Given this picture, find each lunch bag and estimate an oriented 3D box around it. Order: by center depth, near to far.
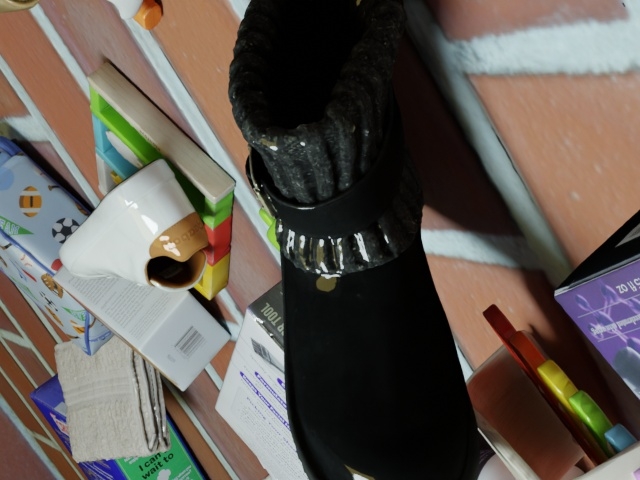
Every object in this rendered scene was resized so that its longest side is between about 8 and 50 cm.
[{"bbox_3d":[-0.372,0.006,1.924,0.303,0.115,0.243,45,160,11],"label":"lunch bag"}]

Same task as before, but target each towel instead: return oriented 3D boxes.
[{"bbox_3d":[-0.307,0.225,2.080,0.282,0.049,0.187,-19,79,55],"label":"towel"}]

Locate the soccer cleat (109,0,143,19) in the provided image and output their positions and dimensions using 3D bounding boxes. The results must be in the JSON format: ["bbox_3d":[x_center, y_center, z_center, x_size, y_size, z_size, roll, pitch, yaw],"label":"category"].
[{"bbox_3d":[-0.230,-0.259,1.251,0.196,0.068,0.076,33,133,19],"label":"soccer cleat"}]

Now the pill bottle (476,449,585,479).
[{"bbox_3d":[0.144,0.240,1.281,0.193,0.108,0.108,-10,119,45],"label":"pill bottle"}]

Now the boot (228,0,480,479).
[{"bbox_3d":[0.022,0.006,0.981,0.260,0.131,0.348,85,172,-57],"label":"boot"}]

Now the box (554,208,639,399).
[{"bbox_3d":[0.259,0.061,0.805,0.207,0.108,0.153,50,158,0],"label":"box"}]

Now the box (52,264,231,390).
[{"bbox_3d":[-0.213,0.080,1.726,0.170,0.091,0.130,34,169,34],"label":"box"}]

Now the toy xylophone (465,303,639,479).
[{"bbox_3d":[0.200,0.180,1.015,0.236,0.081,0.322,53,179,-20],"label":"toy xylophone"}]

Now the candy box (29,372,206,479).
[{"bbox_3d":[-0.304,0.366,2.362,0.268,0.122,0.317,20,145,52],"label":"candy box"}]

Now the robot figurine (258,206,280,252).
[{"bbox_3d":[0.000,0.000,1.257,0.115,0.067,0.101,46,150,8],"label":"robot figurine"}]

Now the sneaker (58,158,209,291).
[{"bbox_3d":[-0.194,0.017,1.517,0.123,0.106,0.290,53,157,-1],"label":"sneaker"}]

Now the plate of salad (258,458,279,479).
[{"bbox_3d":[-0.020,0.260,1.693,0.200,0.048,0.200,48,-172,-9],"label":"plate of salad"}]

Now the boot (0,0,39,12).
[{"bbox_3d":[-0.380,-0.313,1.429,0.236,0.089,0.269,42,168,-17],"label":"boot"}]

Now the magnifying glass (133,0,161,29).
[{"bbox_3d":[-0.229,-0.270,1.315,0.231,0.026,0.092,41,157,19],"label":"magnifying glass"}]

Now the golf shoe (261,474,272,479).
[{"bbox_3d":[0.006,0.418,1.885,0.273,0.105,0.120,42,150,18],"label":"golf shoe"}]

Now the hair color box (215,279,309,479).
[{"bbox_3d":[0.002,0.160,1.462,0.185,0.110,0.339,47,160,10],"label":"hair color box"}]

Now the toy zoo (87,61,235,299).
[{"bbox_3d":[-0.172,-0.047,1.560,0.192,0.030,0.293,43,158,16],"label":"toy zoo"}]
